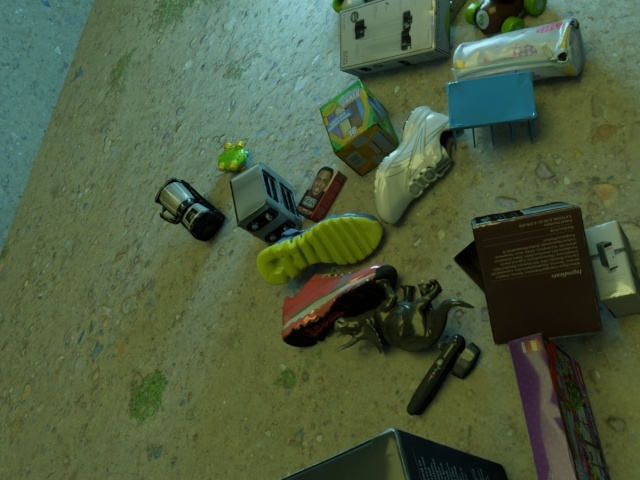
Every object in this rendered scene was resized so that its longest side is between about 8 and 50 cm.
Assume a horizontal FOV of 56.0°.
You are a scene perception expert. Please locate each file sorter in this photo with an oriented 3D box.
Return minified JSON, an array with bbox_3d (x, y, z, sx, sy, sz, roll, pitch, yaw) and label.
[{"bbox_3d":[0.360,-0.267,1.271,0.170,0.104,0.118,-5,63,16],"label":"file sorter"}]

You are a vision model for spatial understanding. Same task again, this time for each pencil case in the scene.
[{"bbox_3d":[0.428,-0.395,1.310,0.273,0.114,0.124,2,46,40],"label":"pencil case"}]

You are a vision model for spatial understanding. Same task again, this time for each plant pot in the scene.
[{"bbox_3d":[0.329,0.034,1.158,0.109,0.096,0.109,-43,85,12],"label":"plant pot"}]

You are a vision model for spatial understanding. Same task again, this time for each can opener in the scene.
[{"bbox_3d":[0.226,0.261,1.161,0.186,0.059,0.073,-52,47,4],"label":"can opener"}]

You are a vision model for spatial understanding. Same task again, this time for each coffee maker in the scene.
[{"bbox_3d":[-0.370,-0.093,1.785,0.178,0.171,0.120,40,118,23],"label":"coffee maker"}]

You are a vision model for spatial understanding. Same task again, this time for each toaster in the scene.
[{"bbox_3d":[-0.145,-0.097,1.581,0.110,0.168,0.186,-30,52,20],"label":"toaster"}]

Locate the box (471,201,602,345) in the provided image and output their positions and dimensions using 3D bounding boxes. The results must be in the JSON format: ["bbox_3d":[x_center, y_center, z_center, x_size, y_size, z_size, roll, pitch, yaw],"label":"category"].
[{"bbox_3d":[0.356,0.050,1.016,0.166,0.168,0.203,-11,93,14],"label":"box"}]

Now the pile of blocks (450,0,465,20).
[{"bbox_3d":[0.271,-0.729,1.618,0.149,0.112,0.362,-37,49,18],"label":"pile of blocks"}]

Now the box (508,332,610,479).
[{"bbox_3d":[0.377,0.309,0.916,0.057,0.201,0.294,-22,55,29],"label":"box"}]

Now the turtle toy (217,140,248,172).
[{"bbox_3d":[-0.267,-0.243,1.823,0.130,0.066,0.095,-1,67,39],"label":"turtle toy"}]

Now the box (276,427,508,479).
[{"bbox_3d":[0.113,0.463,0.911,0.293,0.395,0.212,-31,51,23],"label":"box"}]

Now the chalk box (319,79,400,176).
[{"bbox_3d":[0.095,-0.298,1.516,0.132,0.132,0.213,-32,52,23],"label":"chalk box"}]

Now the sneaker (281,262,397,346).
[{"bbox_3d":[0.025,0.115,1.363,0.313,0.116,0.136,-33,49,21],"label":"sneaker"}]

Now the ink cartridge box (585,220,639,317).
[{"bbox_3d":[0.502,0.050,1.024,0.056,0.099,0.135,-19,55,32],"label":"ink cartridge box"}]

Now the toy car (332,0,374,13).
[{"bbox_3d":[0.095,-0.750,1.753,0.182,0.136,0.159,-35,50,19],"label":"toy car"}]

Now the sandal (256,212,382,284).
[{"bbox_3d":[0.000,0.000,1.449,0.317,0.126,0.138,-15,20,20],"label":"sandal"}]

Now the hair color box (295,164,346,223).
[{"bbox_3d":[0.001,-0.120,1.557,0.072,0.043,0.141,25,84,45],"label":"hair color box"}]

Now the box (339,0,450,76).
[{"bbox_3d":[0.189,-0.536,1.561,0.289,0.087,0.169,-2,89,39],"label":"box"}]

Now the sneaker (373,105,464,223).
[{"bbox_3d":[0.219,-0.170,1.369,0.129,0.111,0.297,22,83,38],"label":"sneaker"}]

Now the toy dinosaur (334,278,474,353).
[{"bbox_3d":[0.183,0.162,1.223,0.313,0.121,0.161,-3,75,39],"label":"toy dinosaur"}]

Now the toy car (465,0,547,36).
[{"bbox_3d":[0.398,-0.578,1.380,0.149,0.188,0.155,-50,46,6],"label":"toy car"}]
